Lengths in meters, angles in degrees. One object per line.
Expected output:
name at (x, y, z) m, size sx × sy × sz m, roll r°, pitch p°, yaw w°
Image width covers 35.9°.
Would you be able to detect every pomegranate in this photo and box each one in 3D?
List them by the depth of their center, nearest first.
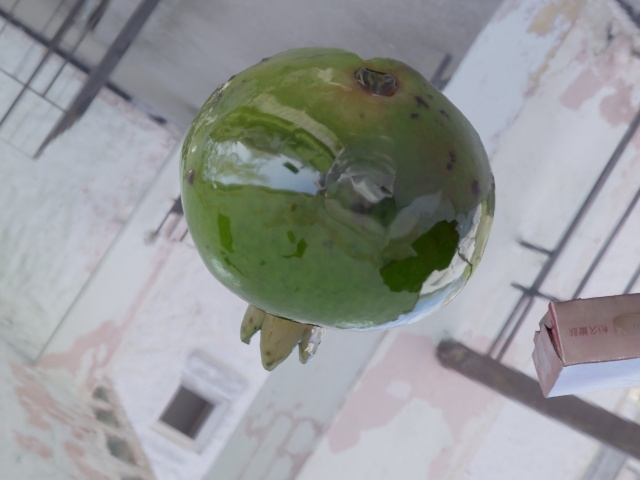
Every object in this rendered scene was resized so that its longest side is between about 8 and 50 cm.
pomegranate at (0.000, 0.000, 0.963) m, size 0.310 × 0.358 × 0.216 m, roll 18°, pitch -148°, yaw -5°

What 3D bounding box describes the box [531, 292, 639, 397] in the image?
box at (0.261, 0.087, 0.837) m, size 0.156 × 0.060 × 0.111 m, roll -6°, pitch 158°, yaw 3°
